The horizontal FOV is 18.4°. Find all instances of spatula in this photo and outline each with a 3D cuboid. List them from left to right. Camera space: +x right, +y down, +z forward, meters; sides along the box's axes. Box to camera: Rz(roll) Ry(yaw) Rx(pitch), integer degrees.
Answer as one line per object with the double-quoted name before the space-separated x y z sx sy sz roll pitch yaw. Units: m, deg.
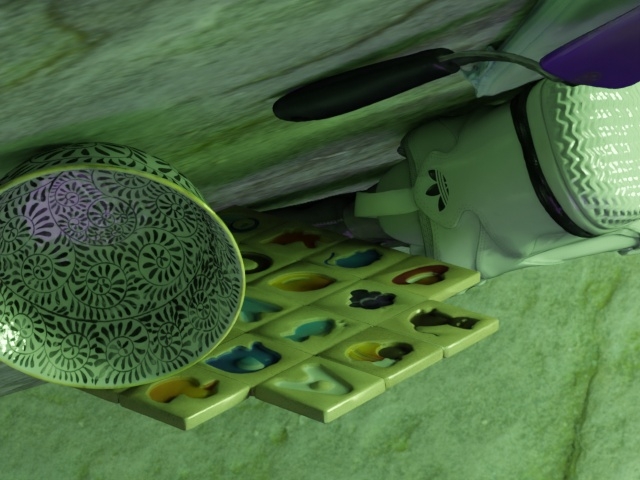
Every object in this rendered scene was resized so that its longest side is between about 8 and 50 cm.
"spatula" 0.087 -0.091 1.056 0.296 0.030 0.084 -6 170 42

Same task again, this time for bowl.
"bowl" -0.128 -0.001 1.144 0.170 0.080 0.170 -1 131 -1

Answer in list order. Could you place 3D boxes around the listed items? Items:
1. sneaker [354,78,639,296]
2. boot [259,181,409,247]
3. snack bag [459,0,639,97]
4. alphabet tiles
"sneaker" 0.186 -0.045 1.457 0.210 0.137 0.366 -17 169 33
"boot" 0.000 -0.002 1.692 0.208 0.076 0.189 -21 163 12
"snack bag" 0.266 -0.148 1.081 0.342 0.037 0.323 -14 175 -8
"alphabet tiles" -0.070 0.042 1.305 0.342 0.011 0.285 16 -153 38
